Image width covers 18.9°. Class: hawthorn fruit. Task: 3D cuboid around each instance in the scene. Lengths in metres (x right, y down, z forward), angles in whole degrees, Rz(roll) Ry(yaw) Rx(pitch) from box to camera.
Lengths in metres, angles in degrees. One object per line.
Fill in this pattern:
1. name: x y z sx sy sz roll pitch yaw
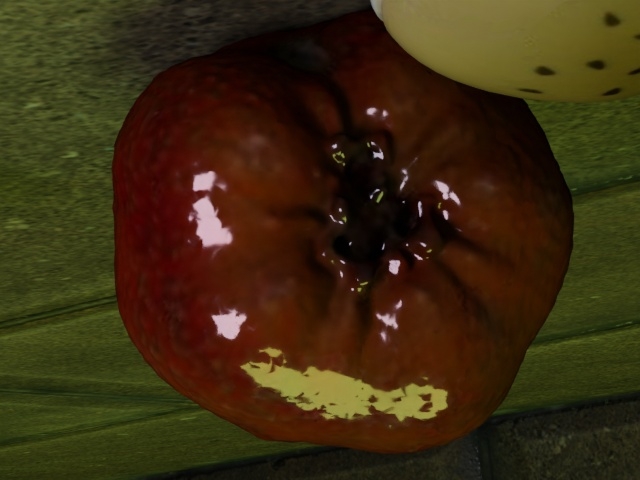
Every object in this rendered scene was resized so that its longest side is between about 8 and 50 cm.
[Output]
1. hawthorn fruit: 0.000 0.000 0.892 0.207 0.207 0.243 -5 173 -10

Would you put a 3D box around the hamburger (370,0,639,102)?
1. hamburger: 0.065 -0.105 0.410 0.175 0.137 0.175 -30 170 -6
